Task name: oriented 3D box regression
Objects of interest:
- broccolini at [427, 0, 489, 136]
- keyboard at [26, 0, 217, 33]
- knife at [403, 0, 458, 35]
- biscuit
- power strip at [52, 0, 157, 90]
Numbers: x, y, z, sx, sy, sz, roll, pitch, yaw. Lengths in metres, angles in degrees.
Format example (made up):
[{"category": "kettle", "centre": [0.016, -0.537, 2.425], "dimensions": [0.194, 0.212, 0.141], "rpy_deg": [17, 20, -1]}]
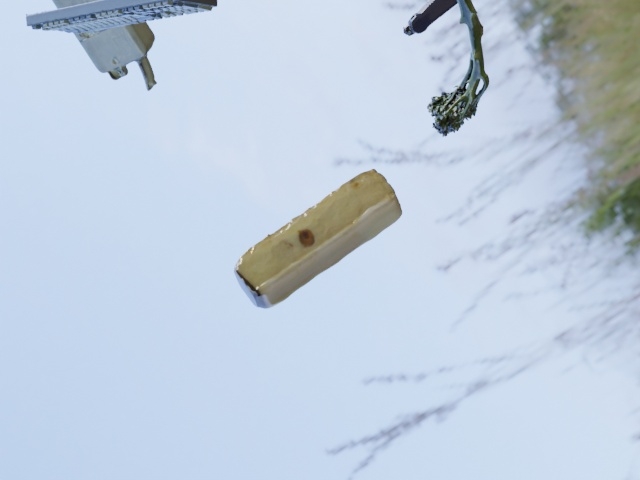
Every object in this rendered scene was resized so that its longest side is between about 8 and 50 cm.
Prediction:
[{"category": "broccolini", "centre": [0.127, -0.170, 1.252], "dimensions": [0.052, 0.194, 0.054], "rpy_deg": [-4, -136, -5]}, {"category": "keyboard", "centre": [-0.163, -0.184, 1.129], "dimensions": [0.055, 0.176, 0.014], "rpy_deg": [-1, -90, -48]}, {"category": "knife", "centre": [0.136, -0.266, 1.520], "dimensions": [0.031, 0.121, 0.018], "rpy_deg": [45, -179, -31]}, {"category": "biscuit", "centre": [0.000, 0.000, 1.441], "dimensions": [0.056, 0.188, 0.052], "rpy_deg": [44, 164, 37]}, {"category": "power strip", "centre": [-0.322, -0.335, 2.017], "dimensions": [0.288, 0.093, 0.053], "rpy_deg": [59, -154, -27]}]
